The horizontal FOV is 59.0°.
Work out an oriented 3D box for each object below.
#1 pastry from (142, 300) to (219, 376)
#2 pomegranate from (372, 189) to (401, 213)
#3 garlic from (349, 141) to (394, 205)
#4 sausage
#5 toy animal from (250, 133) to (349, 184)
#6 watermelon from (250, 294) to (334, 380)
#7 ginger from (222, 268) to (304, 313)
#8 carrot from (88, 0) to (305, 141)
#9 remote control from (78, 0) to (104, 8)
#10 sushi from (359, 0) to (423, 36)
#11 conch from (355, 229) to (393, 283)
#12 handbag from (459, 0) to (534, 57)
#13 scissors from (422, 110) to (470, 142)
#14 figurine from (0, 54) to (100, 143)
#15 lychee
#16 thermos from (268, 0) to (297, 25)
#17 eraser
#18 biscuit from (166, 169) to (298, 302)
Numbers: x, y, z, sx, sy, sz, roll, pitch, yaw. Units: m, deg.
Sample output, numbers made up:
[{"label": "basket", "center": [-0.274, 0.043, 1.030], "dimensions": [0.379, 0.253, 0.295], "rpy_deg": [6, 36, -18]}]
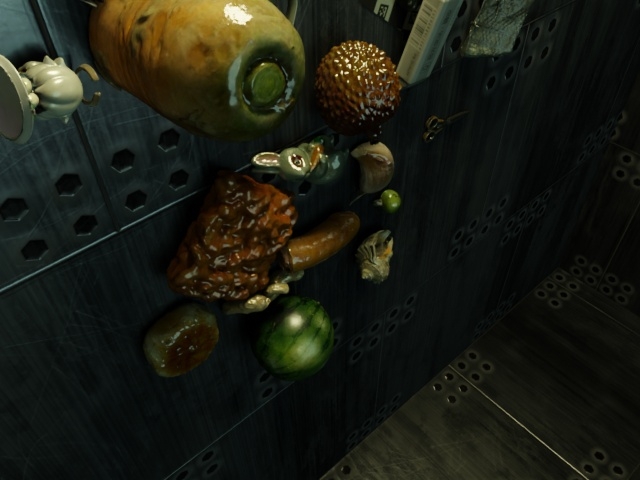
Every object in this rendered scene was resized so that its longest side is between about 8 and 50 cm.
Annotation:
[{"label": "pastry", "center": [-0.341, 0.246, 1.399], "dimensions": [0.192, 0.093, 0.182], "rpy_deg": [-31, 140, -27]}, {"label": "pomegranate", "center": [0.208, -0.115, 1.745], "dimensions": [0.084, 0.073, 0.073], "rpy_deg": [-33, 146, 3]}, {"label": "garlic", "center": [0.140, -0.190, 1.590], "dimensions": [0.128, 0.090, 0.198], "rpy_deg": [-19, 144, -18]}, {"label": "sausage", "center": [0.002, 0.001, 1.570], "dimensions": [0.270, 0.109, 0.109], "rpy_deg": [-32, 142, -29]}, {"label": "toy animal", "center": [-0.042, -0.175, 1.344], "dimensions": [0.236, 0.108, 0.138], "rpy_deg": [-27, 140, -32]}, {"label": "watermelon", "center": [-0.079, 0.275, 1.613], "dimensions": [0.242, 0.242, 0.242], "rpy_deg": [-31, 142, -28]}, {"label": "ginger", "center": [-0.134, 0.137, 1.510], "dimensions": [0.258, 0.149, 0.065], "rpy_deg": [-26, 103, -29]}, {"label": "carrot", "center": [-0.187, -0.283, 0.858], "dimensions": [0.224, 0.340, 0.224], "rpy_deg": [-30, 137, -32]}, {"label": "remote control", "center": [-0.285, -0.525, 0.755], "dimensions": [0.144, 0.062, 0.399], "rpy_deg": [5, 116, -53]}, {"label": "sushi", "center": [0.272, -0.635, 1.318], "dimensions": [0.339, 0.068, 0.320], "rpy_deg": [7, 116, -53]}, {"label": "conch", "center": [0.186, 0.043, 1.810], "dimensions": [0.207, 0.130, 0.155], "rpy_deg": [-49, 163, -31]}, {"label": "handbag", "center": [0.501, -0.638, 1.595], "dimensions": [0.175, 0.088, 0.270], "rpy_deg": [-4, 125, -39]}, {"label": "scissors", "center": [0.399, -0.373, 1.774], "dimensions": [0.220, 0.017, 0.088], "rpy_deg": [-28, 140, -33]}, {"label": "figurine", "center": [-0.409, -0.223, 0.854], "dimensions": [0.153, 0.132, 0.132], "rpy_deg": [-31, 144, -47]}, {"label": "lychee", "center": [0.086, -0.327, 1.272], "dimensions": [0.200, 0.200, 0.238], "rpy_deg": [-36, 115, -22]}, {"label": "thermos", "center": [-0.122, -0.376, 1.029], "dimensions": [0.176, 0.146, 0.265], "rpy_deg": [-22, 133, -38]}, {"label": "eraser", "center": [0.263, -0.500, 1.374], "dimensions": [0.089, 0.061, 0.352], "rpy_deg": [-31, 156, -31]}, {"label": "biscuit", "center": [-0.191, 0.002, 1.332], "dimensions": [0.318, 0.110, 0.312], "rpy_deg": [13, 110, -55]}]
